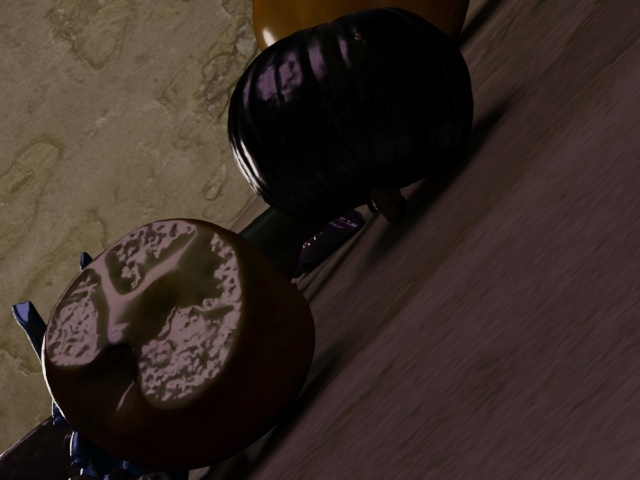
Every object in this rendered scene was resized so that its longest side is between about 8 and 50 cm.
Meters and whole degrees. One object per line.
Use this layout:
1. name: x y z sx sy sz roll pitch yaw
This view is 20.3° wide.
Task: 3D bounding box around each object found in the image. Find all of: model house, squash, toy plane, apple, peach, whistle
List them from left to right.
1. model house: -0.280 0.264 1.768 0.229 0.122 0.188 -36 6 -11
2. toy plane: -0.155 0.148 1.453 0.105 0.254 0.271 -26 52 22
3. apple: -0.103 0.085 1.332 0.195 0.160 0.173 13 53 32
4. whistle: 0.000 0.000 1.851 0.033 0.033 0.176 -53 6 -28
5. squash: 0.028 -0.105 1.530 0.218 0.218 0.172 -44 50 51
6. peach: 0.065 -0.333 2.342 0.308 0.289 0.289 -51 3 38

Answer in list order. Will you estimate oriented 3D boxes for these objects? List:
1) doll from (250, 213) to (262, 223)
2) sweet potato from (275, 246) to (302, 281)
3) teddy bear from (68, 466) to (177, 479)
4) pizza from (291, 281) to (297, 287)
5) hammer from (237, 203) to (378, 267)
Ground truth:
1. doll: -0.057 -0.010 2.270 0.159 0.059 0.158 -54 7 -25
2. sweet potato: -0.039 0.002 1.816 0.182 0.053 0.054 -64 -31 -9
3. teddy bear: -0.156 0.210 1.260 0.133 0.111 0.213 -56 5 -15
4. pizza: -0.099 0.111 1.912 0.181 0.034 0.262 -52 5 -24
5. hammer: -0.052 0.009 1.719 0.335 0.119 0.206 -40 28 -17
